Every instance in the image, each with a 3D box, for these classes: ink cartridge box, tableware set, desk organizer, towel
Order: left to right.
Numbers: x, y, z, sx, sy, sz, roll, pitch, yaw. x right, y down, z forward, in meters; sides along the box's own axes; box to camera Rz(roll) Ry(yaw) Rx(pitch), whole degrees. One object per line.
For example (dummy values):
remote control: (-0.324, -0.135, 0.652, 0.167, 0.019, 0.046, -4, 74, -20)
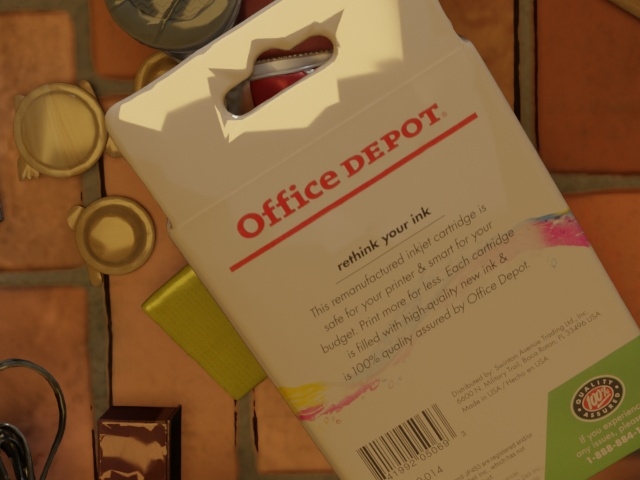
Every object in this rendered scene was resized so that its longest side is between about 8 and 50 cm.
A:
desk organizer: (-0.125, 0.181, 0.890, 0.050, 0.047, 0.130, 1, 96, 3)
tableware set: (-0.120, -0.055, 0.877, 0.168, 0.020, 0.141, -20, 96, 2)
towel: (0.000, 0.000, 0.867, 0.237, 0.021, 0.102, -40, 111, 5)
ink cartridge box: (0.045, 0.006, 0.796, 0.207, 0.119, 0.353, -32, 108, 4)

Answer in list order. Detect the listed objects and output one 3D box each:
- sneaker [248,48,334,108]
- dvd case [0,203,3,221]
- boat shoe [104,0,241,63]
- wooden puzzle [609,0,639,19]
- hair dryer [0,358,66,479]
sneaker: (0.013, -0.094, 0.858, 0.118, 0.042, 0.067, -7, 93, 8)
dvd case: (-0.341, -0.073, 0.880, 0.221, 0.018, 0.165, -11, 97, 2)
boat shoe: (-0.075, -0.273, 0.815, 0.118, 0.103, 0.321, 3, 88, 4)
wooden puzzle: (0.215, -0.262, 0.732, 0.347, 0.322, 0.081, 27, 61, -4)
hair dryer: (-0.197, 0.248, 0.846, 0.223, 0.080, 0.294, 30, 83, 11)
